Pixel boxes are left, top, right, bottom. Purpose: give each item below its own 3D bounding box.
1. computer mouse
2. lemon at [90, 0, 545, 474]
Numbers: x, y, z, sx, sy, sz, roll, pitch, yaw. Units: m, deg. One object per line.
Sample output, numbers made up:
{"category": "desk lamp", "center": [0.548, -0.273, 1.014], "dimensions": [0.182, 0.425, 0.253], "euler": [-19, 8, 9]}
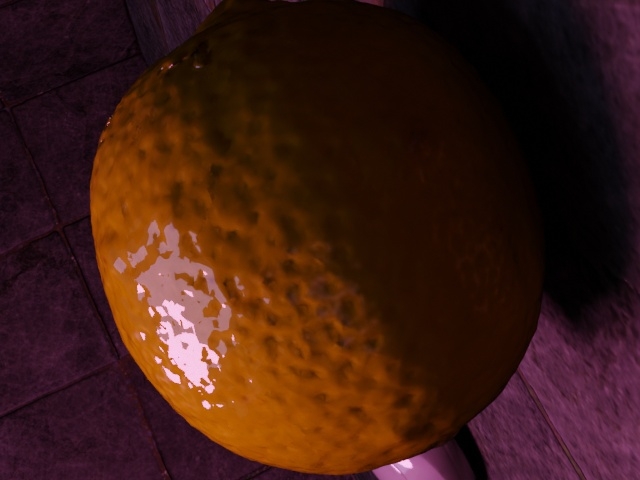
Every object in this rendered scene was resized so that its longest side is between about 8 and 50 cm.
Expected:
{"category": "computer mouse", "center": [0.096, 0.238, 1.272], "dimensions": [0.297, 0.121, 0.184], "euler": [57, -179, 26]}
{"category": "lemon", "center": [-0.001, -0.002, 0.667], "dimensions": [0.336, 0.336, 0.336], "euler": [62, 170, 19]}
